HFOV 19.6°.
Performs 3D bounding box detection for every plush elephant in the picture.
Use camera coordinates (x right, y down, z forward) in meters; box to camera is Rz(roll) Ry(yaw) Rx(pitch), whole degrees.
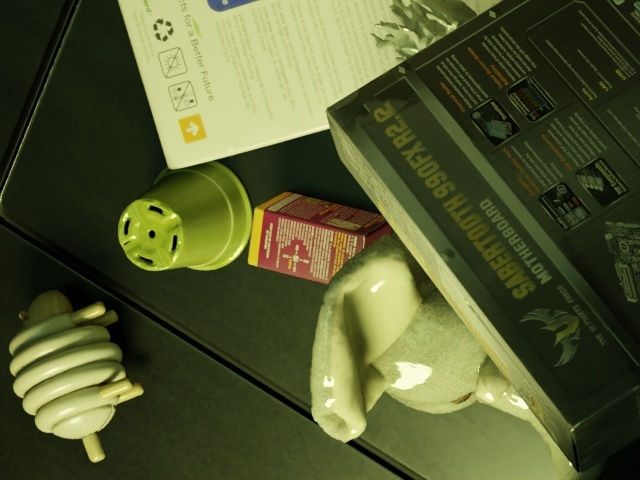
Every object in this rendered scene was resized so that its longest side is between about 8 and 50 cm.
[{"bbox_3d":[0.127,0.030,1.118,0.330,0.272,0.255,34,121,12],"label":"plush elephant"}]

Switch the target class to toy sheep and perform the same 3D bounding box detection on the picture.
[{"bbox_3d":[-0.181,0.098,1.356,0.091,0.091,0.132,-30,71,26],"label":"toy sheep"}]

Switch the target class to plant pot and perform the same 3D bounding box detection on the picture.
[{"bbox_3d":[-0.102,-0.012,1.300,0.083,0.079,0.083,5,104,23],"label":"plant pot"}]

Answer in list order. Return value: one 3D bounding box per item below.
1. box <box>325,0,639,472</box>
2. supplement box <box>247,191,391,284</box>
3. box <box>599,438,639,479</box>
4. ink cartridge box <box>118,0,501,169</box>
[{"bbox_3d":[0.139,-0.024,0.945,0.183,0.056,0.231,-33,59,-7],"label":"box"},{"bbox_3d":[0.000,0.000,1.273,0.083,0.055,0.043,14,108,20],"label":"supplement box"},{"bbox_3d":[0.328,0.316,0.973,0.297,0.472,0.480,-38,86,26],"label":"box"},{"bbox_3d":[0.041,-0.174,1.211,0.370,0.069,0.176,-13,96,27],"label":"ink cartridge box"}]
